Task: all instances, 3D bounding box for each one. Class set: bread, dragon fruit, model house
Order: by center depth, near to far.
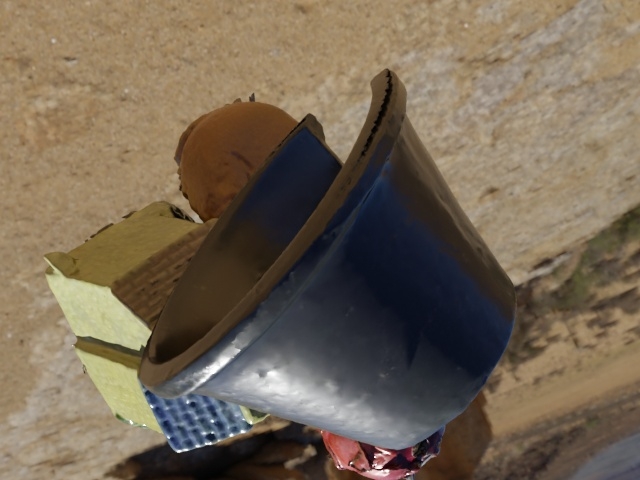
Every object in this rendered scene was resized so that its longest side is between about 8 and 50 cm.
[{"bbox_3d":[-0.172,0.115,1.124,0.266,0.321,0.261,8,-144,47],"label":"model house"},{"bbox_3d":[-0.045,-0.028,1.187,0.236,0.388,0.183,-46,173,-19],"label":"bread"},{"bbox_3d":[0.124,0.364,1.770,0.295,0.301,0.296,-12,118,-24],"label":"dragon fruit"}]

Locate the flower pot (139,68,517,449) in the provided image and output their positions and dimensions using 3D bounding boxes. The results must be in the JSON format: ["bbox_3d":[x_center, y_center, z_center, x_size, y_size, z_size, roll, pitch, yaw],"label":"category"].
[{"bbox_3d":[0.023,0.057,0.808,0.251,0.379,0.379,39,128,-17],"label":"flower pot"}]
